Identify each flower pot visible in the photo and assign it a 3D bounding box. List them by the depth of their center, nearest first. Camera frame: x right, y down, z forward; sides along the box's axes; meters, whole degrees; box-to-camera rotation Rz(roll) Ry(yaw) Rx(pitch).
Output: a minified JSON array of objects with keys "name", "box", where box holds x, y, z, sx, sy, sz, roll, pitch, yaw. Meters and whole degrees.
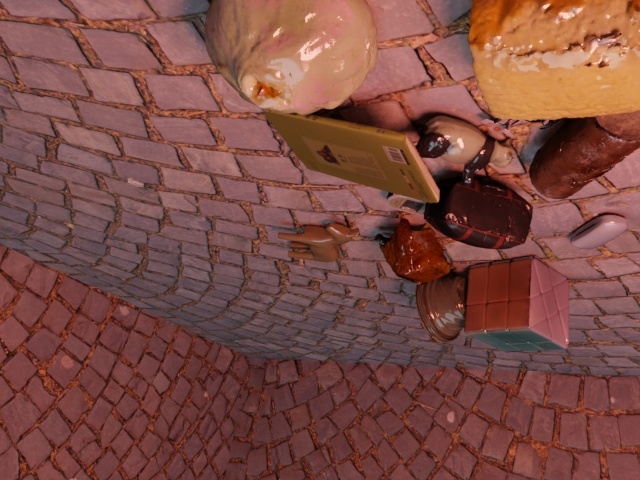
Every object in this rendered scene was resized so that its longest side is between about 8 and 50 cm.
[{"name":"flower pot","box":[0.412,0.195,2.075,0.235,0.235,0.140,27,142,-37]}]

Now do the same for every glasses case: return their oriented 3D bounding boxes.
[{"name":"glasses case","box":[0.685,-0.019,1.636,0.067,0.045,0.178,13,159,-7]}]

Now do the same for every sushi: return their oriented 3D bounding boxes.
[{"name":"sushi","box":[0.257,0.032,1.837,0.167,0.179,0.296,-32,155,28]}]

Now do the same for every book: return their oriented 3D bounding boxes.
[{"name":"book","box":[0.067,-0.183,1.384,0.352,0.035,0.239,19,165,33]}]

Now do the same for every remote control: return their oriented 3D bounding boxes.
[{"name":"remote control","box":[0.283,-0.088,1.647,0.244,0.047,0.087,13,162,-9]}]

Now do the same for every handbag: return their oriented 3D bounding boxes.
[{"name":"handbag","box":[0.357,-0.065,1.525,0.215,0.155,0.169,16,178,-13]}]

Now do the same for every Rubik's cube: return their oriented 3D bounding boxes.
[{"name":"Rubik's cube","box":[0.590,0.196,1.978,0.231,0.221,0.225,27,153,-36]}]

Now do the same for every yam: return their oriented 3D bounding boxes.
[{"name":"yam","box":[0.491,-0.177,1.221,0.131,0.131,0.279,12,162,-4]}]

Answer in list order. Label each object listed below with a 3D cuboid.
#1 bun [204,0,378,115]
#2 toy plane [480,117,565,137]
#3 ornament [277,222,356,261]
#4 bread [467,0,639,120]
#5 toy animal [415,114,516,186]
[{"name":"bun","box":[-0.054,-0.298,1.082,0.293,0.187,0.293,6,158,3]},{"name":"toy plane","box":[0.387,-0.240,1.217,0.078,0.053,0.197,28,153,-21]},{"name":"ornament","box":[0.000,0.000,1.972,0.245,0.061,0.230,5,156,15]},{"name":"bread","box":[0.414,-0.284,0.934,0.375,0.165,0.236,0,161,24]},{"name":"toy animal","box":[0.293,-0.186,1.345,0.225,0.094,0.121,19,148,-17]}]
